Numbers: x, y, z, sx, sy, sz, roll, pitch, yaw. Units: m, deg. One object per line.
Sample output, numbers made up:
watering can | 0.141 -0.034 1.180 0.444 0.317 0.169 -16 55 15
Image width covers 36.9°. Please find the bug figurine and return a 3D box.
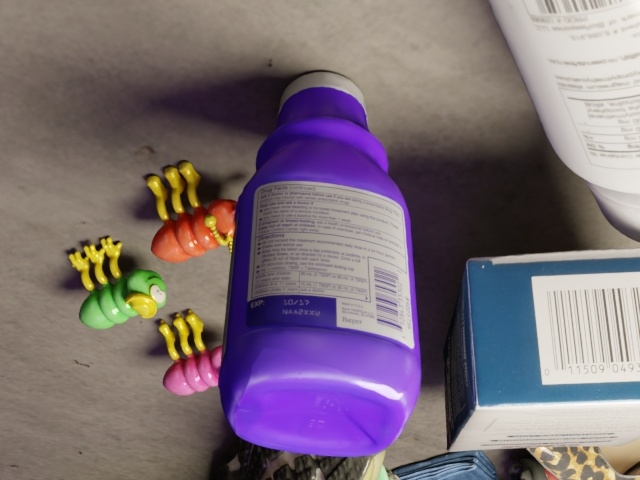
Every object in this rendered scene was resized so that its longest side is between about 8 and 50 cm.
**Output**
bug figurine | -0.089 0.064 0.854 0.216 0.072 0.279 -23 132 23

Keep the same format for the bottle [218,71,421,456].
bottle | 0.000 0.000 0.630 0.118 0.283 0.092 8 136 -9

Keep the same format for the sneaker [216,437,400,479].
sneaker | 0.010 0.245 1.002 0.182 0.158 0.410 -5 156 -22

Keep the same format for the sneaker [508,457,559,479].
sneaker | 0.297 0.324 1.108 0.135 0.098 0.276 -13 137 14

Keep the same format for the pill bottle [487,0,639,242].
pill bottle | 0.196 -0.131 0.578 0.160 0.160 0.283 -19 134 20

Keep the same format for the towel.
towel | 0.141 0.277 1.109 0.119 0.029 0.067 -23 133 23

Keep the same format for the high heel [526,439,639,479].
high heel | 0.344 0.186 0.957 0.261 0.093 0.186 13 141 -33

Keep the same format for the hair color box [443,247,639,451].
hair color box | 0.192 0.103 0.770 0.174 0.105 0.347 -2 163 4
